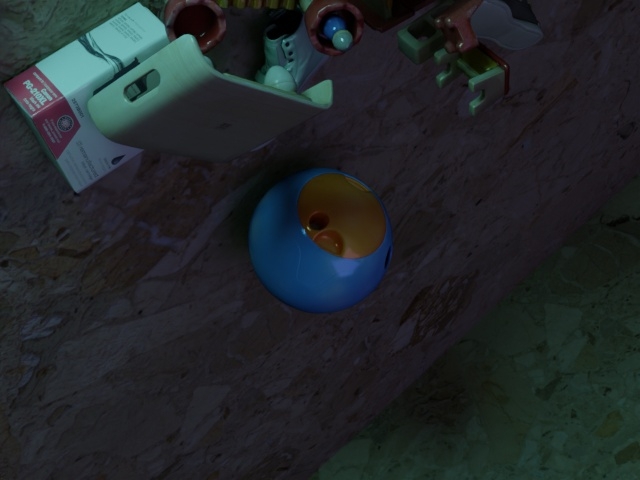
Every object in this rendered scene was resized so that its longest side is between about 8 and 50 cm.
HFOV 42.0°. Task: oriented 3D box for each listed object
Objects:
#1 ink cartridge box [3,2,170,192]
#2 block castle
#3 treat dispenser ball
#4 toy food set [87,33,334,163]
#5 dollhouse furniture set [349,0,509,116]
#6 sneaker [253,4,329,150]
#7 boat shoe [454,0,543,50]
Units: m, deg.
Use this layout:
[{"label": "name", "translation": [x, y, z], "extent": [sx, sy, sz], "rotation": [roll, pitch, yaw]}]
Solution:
[{"label": "ink cartridge box", "translation": [-0.315, -0.212, 1.244], "extent": [0.237, 0.100, 0.172], "rotation": [-37, 147, -16]}, {"label": "block castle", "translation": [-0.048, -0.469, 1.102], "extent": [0.303, 0.213, 0.453], "rotation": [-4, 131, -22]}, {"label": "treat dispenser ball", "translation": [0.000, 0.000, 1.655], "extent": [0.288, 0.288, 0.288], "rotation": [-30, 143, -25]}, {"label": "toy food set", "translation": [-0.151, -0.206, 1.212], "extent": [0.219, 0.092, 0.306], "rotation": [-22, 163, 34]}, {"label": "dollhouse furniture set", "translation": [0.187, -0.407, 1.365], "extent": [0.152, 0.374, 0.201], "rotation": [-34, 147, -11]}, {"label": "sneaker", "translation": [-0.091, -0.284, 1.427], "extent": [0.256, 0.094, 0.151], "rotation": [-57, 153, -3]}, {"label": "boat shoe", "translation": [0.362, -0.480, 1.742], "extent": [0.109, 0.091, 0.305], "rotation": [-23, 161, 37]}]
